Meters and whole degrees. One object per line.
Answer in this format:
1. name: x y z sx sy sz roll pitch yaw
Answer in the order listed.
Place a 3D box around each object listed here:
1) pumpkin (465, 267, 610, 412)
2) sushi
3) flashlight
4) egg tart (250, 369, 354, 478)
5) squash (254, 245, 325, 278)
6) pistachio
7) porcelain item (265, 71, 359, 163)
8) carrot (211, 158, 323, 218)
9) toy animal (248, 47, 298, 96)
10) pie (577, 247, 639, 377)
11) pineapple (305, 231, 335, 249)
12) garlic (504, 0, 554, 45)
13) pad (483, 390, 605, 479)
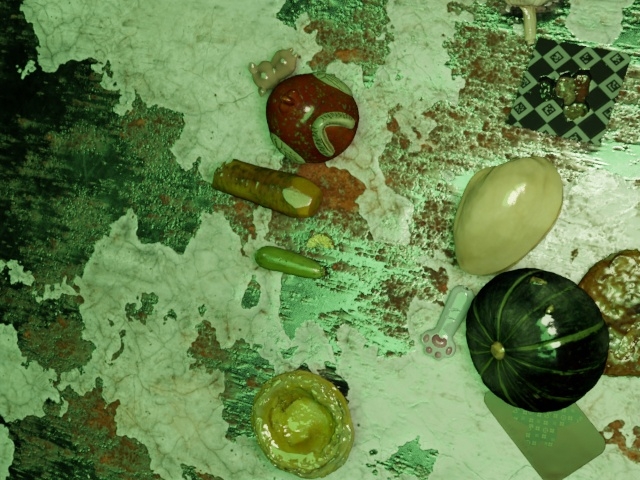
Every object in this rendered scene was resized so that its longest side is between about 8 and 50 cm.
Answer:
1. pumpkin: 0.476 0.219 1.497 0.323 0.241 0.323 24 123 45
2. sushi: 0.588 -0.348 1.587 0.220 0.047 0.231 19 86 23
3. flashlight: 0.321 0.204 1.665 0.093 0.047 0.200 28 98 16
4. egg tart: -0.040 0.471 1.735 0.288 0.118 0.288 -1 87 16
5. squash: -0.082 0.060 1.779 0.201 0.066 0.066 14 93 16
6. pistachio: 0.430 -0.057 1.562 0.214 0.193 0.318 33 110 26
7. porcelain item: -0.033 -0.316 1.685 0.253 0.253 0.253 0 89 17
8. carrot: -0.144 -0.142 1.780 0.302 0.114 0.114 19 95 18
9. toy animal: -0.124 -0.459 1.790 0.150 0.089 0.083 -39 76 4
10. pie: 0.709 0.183 1.529 0.308 0.085 0.308 1 95 19
11. pineapple: 0.000 0.000 1.781 0.083 0.019 0.045 1 96 16
12. garlic: 0.502 -0.581 1.587 0.199 0.199 0.226 3 123 17
13. pad: 0.540 0.438 1.620 0.181 0.004 0.267 -40 79 13
